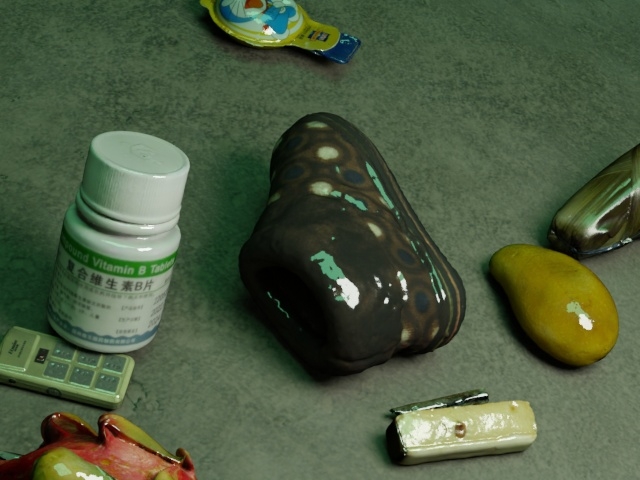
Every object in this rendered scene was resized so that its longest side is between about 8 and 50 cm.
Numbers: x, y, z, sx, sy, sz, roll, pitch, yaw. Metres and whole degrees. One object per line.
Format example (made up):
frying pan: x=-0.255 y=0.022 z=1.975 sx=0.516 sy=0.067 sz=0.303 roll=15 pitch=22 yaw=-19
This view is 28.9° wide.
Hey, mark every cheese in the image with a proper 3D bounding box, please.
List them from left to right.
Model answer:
cheese: x=-0.067 y=-0.357 z=2.046 sx=0.270 sy=0.069 sz=0.177 roll=23 pitch=41 yaw=7

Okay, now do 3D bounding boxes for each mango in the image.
mango: x=0.315 y=0.077 z=1.678 sx=0.136 sy=0.099 sz=0.227 roll=-15 pitch=41 yaw=-23

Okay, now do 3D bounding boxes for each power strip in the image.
power strip: x=-0.303 y=0.145 z=1.433 sx=0.169 sy=0.028 sz=0.076 roll=14 pitch=41 yaw=-4

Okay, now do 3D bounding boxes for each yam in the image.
yam: x=0.145 y=0.206 z=1.525 sx=0.129 sy=0.033 sz=0.027 roll=-8 pitch=74 yaw=-21

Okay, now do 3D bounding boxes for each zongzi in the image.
zongzi: x=0.450 y=-0.083 z=1.787 sx=0.221 sy=0.242 sz=0.112 roll=-24 pitch=61 yaw=-41

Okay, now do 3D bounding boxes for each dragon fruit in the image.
dragon fruit: x=-0.232 y=0.280 z=1.184 sx=0.307 sy=0.243 sz=0.227 roll=0 pitch=52 yaw=41

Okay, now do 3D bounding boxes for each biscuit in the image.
biscuit: x=0.171 y=0.231 z=1.485 sx=0.188 sy=0.052 sz=0.056 roll=-4 pitch=57 yaw=-22

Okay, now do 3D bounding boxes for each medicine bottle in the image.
medicine bottle: x=-0.232 y=0.002 z=1.443 sx=0.139 sy=0.236 sz=0.139 roll=15 pitch=26 yaw=-8

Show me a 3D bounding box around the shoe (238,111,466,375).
shoe: x=0.000 y=0.000 z=1.592 sx=0.237 sy=0.171 sz=0.384 roll=-10 pitch=55 yaw=-34
